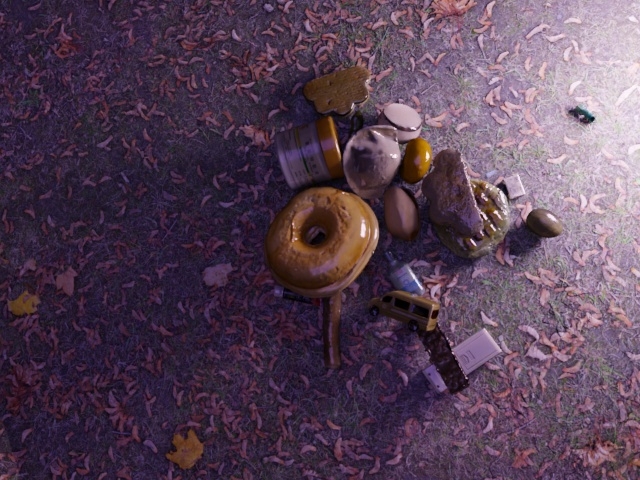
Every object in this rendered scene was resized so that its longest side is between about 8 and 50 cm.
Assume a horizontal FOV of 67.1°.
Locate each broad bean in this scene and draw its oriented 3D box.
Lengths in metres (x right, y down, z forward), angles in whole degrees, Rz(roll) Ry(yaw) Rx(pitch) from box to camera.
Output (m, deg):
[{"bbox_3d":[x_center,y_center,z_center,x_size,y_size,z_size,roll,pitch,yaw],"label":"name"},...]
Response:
[{"bbox_3d":[0.136,-0.395,1.933,0.053,0.052,0.256,1,85,48],"label":"broad bean"}]

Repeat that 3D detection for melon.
[{"bbox_3d":[0.814,-0.062,1.755,0.131,0.098,0.098,37,90,15],"label":"melon"}]

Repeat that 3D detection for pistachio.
[{"bbox_3d":[0.310,-0.100,1.824,0.144,0.144,0.215,-12,83,8],"label":"pistachio"}]

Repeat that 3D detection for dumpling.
[{"bbox_3d":[0.187,-0.287,1.784,0.227,0.175,0.243,-1,85,-23],"label":"dumpling"}]

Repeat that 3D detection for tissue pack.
[{"bbox_3d":[0.725,-0.199,1.814,0.062,0.042,0.083,-19,80,5],"label":"tissue pack"}]

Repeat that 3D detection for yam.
[{"bbox_3d":[0.045,0.314,1.847,0.081,0.081,0.356,-3,82,9],"label":"yam"}]

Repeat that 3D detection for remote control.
[{"bbox_3d":[0.513,0.439,1.765,0.277,0.055,0.102,-36,78,6],"label":"remote control"}]

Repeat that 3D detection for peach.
[{"bbox_3d":[0.359,-0.299,1.821,0.103,0.179,0.179,11,85,2],"label":"peach"}]

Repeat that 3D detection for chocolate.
[{"bbox_3d":[0.430,0.388,1.739,0.102,0.065,0.329,-36,57,19],"label":"chocolate"}]

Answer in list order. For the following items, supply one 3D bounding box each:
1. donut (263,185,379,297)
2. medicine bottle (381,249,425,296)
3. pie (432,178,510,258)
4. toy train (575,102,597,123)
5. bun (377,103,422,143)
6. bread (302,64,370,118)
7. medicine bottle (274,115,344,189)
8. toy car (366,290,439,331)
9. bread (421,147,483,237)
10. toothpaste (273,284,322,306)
[{"bbox_3d":[0.000,0.000,1.798,0.449,0.198,0.448,-6,65,14],"label":"donut"},{"bbox_3d":[0.308,0.133,1.836,0.090,0.054,0.208,-35,80,9],"label":"medicine bottle"},{"bbox_3d":[0.565,-0.088,1.815,0.307,0.071,0.306,-1,81,10],"label":"pie"},{"bbox_3d":[0.994,-0.475,1.802,0.029,0.045,0.092,-43,76,4],"label":"toy train"},{"bbox_3d":[0.302,-0.442,1.873,0.173,0.119,0.172,8,52,-10],"label":"bun"},{"bbox_3d":[0.073,-0.591,1.964,0.287,0.056,0.207,-13,78,8],"label":"bread"},{"bbox_3d":[-0.034,-0.331,1.858,0.232,0.238,0.237,-16,81,8],"label":"medicine bottle"},{"bbox_3d":[0.299,0.243,1.761,0.257,0.101,0.124,18,95,31],"label":"toy car"},{"bbox_3d":[0.471,-0.166,1.762,0.183,0.102,0.337,-17,75,13],"label":"bread"},{"bbox_3d":[-0.085,0.210,1.902,0.194,0.045,0.071,10,85,5],"label":"toothpaste"}]
